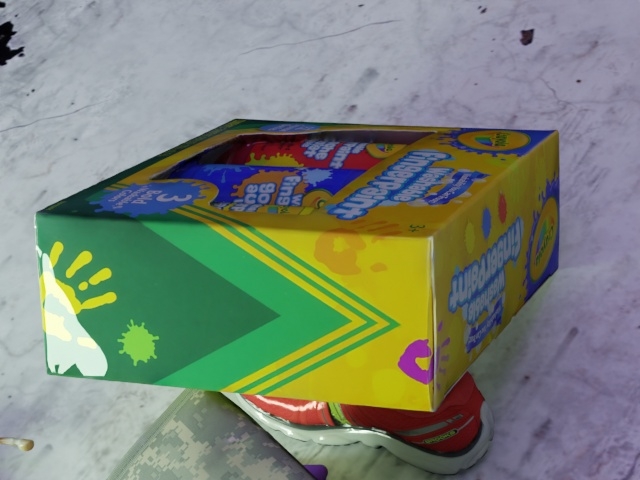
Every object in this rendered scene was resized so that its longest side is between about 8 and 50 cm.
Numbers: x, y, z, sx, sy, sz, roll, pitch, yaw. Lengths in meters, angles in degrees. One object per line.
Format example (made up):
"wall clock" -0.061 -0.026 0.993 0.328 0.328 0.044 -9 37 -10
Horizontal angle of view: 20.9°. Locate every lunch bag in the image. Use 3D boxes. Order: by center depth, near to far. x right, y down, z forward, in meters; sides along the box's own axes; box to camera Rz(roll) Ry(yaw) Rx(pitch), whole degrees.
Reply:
"lunch bag" -0.103 0.308 1.501 0.287 0.169 0.235 -47 47 -6

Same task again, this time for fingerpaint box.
"fingerpaint box" 0.000 0.000 1.658 0.371 0.163 0.445 4 16 21

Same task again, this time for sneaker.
"sneaker" 0.038 0.133 1.682 0.279 0.118 0.107 10 48 26

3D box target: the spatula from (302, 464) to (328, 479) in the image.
"spatula" 0.051 0.256 1.615 0.296 0.030 0.084 7 46 24

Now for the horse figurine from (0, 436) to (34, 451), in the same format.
"horse figurine" -0.398 0.268 1.719 0.174 0.066 0.263 8 45 16
